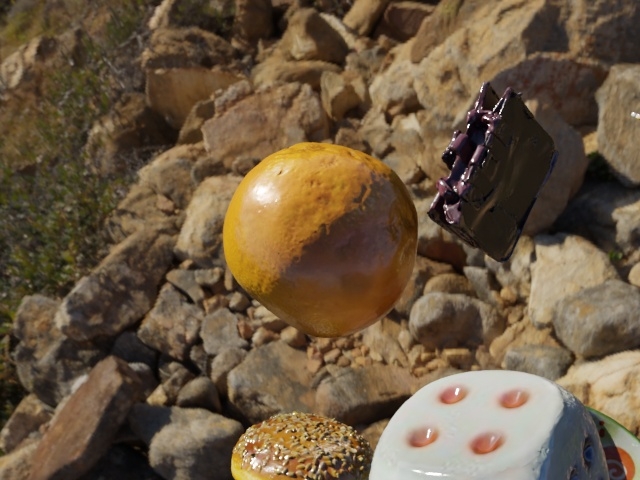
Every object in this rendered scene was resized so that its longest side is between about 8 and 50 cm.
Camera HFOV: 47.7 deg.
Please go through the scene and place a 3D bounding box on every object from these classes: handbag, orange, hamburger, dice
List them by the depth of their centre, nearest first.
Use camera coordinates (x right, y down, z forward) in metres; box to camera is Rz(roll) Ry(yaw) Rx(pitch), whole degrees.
[{"bbox_3d":[0.175,0.258,0.741,0.191,0.194,0.193,-8,19,38],"label":"dice"},{"bbox_3d":[0.000,0.000,0.947,0.261,0.261,0.261,-5,59,9],"label":"orange"},{"bbox_3d":[0.240,-0.089,1.018,0.074,0.216,0.203,21,86,38],"label":"handbag"},{"bbox_3d":[-0.030,0.447,1.338,0.291,0.291,0.225,7,100,15],"label":"hamburger"}]

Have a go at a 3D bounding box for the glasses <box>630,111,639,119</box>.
[{"bbox_3d":[0.459,-0.146,0.845,0.162,0.255,0.095,17,106,28],"label":"glasses"}]

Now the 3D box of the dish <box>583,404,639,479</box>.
[{"bbox_3d":[0.457,0.450,1.278,0.324,0.124,0.324,13,38,-11],"label":"dish"}]
